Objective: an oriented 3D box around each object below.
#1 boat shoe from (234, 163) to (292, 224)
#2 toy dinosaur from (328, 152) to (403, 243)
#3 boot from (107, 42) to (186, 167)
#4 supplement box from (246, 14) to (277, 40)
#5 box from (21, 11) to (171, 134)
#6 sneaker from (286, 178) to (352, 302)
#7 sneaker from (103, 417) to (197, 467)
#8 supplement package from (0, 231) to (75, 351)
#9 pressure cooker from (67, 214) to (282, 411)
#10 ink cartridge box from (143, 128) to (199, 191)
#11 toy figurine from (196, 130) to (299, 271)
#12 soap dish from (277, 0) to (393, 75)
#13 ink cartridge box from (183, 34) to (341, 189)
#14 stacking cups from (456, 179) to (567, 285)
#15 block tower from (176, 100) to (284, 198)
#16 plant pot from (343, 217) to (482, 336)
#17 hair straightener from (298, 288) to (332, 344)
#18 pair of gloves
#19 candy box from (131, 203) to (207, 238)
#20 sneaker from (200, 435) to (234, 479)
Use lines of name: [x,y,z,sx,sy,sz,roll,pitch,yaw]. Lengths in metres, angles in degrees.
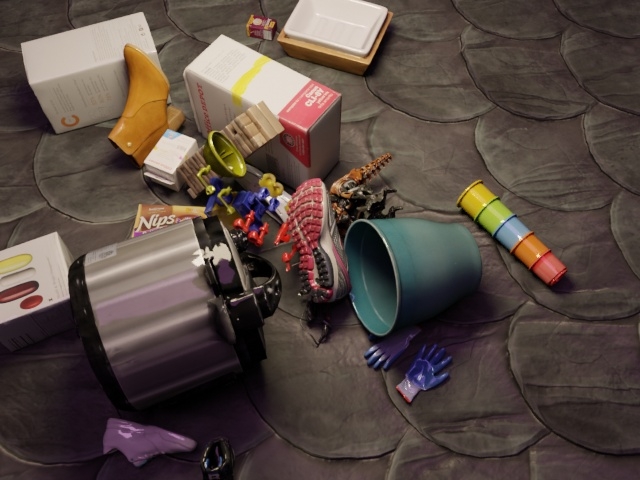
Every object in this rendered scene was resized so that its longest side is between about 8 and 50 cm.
boat shoe: [-0.158,-0.124,1.820,0.226,0.083,0.076,33,65,17]
toy dinosaur: [0.080,-0.099,1.766,0.218,0.164,0.322,27,93,35]
boot: [-0.493,-0.349,1.840,0.104,0.295,0.211,23,63,37]
supplement box: [-0.183,-0.663,2.152,0.083,0.043,0.055,13,60,7]
box: [-0.627,-0.471,1.954,0.345,0.215,0.168,-18,61,-9]
sneaker: [0.000,0.000,1.654,0.121,0.112,0.299,-12,82,41]
sneaker: [-0.375,0.453,1.511,0.212,0.080,0.094,7,72,13]
supplement package: [-0.687,0.122,1.653,0.203,0.149,0.194,-21,62,-12]
pressure cooker: [-0.289,0.142,1.506,0.420,0.375,0.370,-20,59,-9]
ink cartridge box: [-0.404,-0.210,1.871,0.092,0.090,0.143,23,64,14]
toy figurine: [-0.226,-0.069,1.669,0.217,0.362,0.191,-16,41,37]
soap dish: [0.047,-0.628,2.084,0.291,0.118,0.229,18,62,11]
ink cartridge box: [-0.146,-0.329,1.825,0.385,0.279,0.160,30,64,17]
stacking cups: [0.487,-0.020,1.740,0.096,0.096,0.316,-36,65,-18]
block tower: [-0.238,-0.223,1.734,0.097,0.335,0.091,53,45,-6]
plant pot: [0.224,0.065,1.620,0.255,0.271,0.271,-10,59,-22]
hair straightener: [-0.011,0.144,1.694,0.089,0.047,0.230,3,65,3]
pair of gloves: [0.203,0.273,1.623,0.159,0.023,0.198,-39,67,-19]
candy box: [-0.386,-0.034,1.792,0.187,0.053,0.109,4,61,2]
sneaker: [-0.220,0.519,1.434,0.079,0.121,0.217,-5,60,-1]
